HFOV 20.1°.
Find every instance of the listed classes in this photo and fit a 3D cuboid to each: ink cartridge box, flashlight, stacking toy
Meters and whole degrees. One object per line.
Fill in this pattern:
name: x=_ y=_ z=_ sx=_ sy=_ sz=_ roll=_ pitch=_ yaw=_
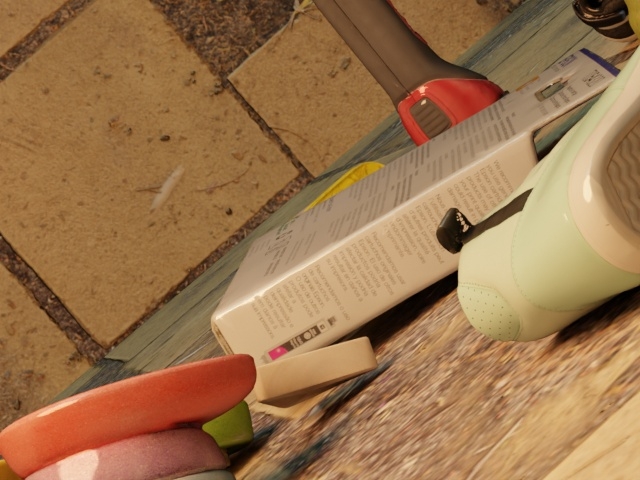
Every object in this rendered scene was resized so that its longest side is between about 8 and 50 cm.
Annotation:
ink cartridge box: x=0.085 y=-0.028 z=1.366 sx=0.330 sy=0.071 sz=0.324 roll=-29 pitch=6 yaw=8
flashlight: x=0.065 y=-0.187 z=1.623 sx=0.103 sy=0.304 sz=0.103 roll=-40 pitch=4 yaw=-15
stacking toy: x=-0.112 y=0.177 z=1.142 sx=0.280 sy=0.130 sz=0.309 roll=-9 pitch=-15 yaw=-42

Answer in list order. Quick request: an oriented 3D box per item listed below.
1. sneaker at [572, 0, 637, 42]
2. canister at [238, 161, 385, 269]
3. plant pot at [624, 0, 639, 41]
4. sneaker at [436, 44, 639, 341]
sneaker: x=0.297 y=-0.289 z=1.631 sx=0.121 sy=0.079 sz=0.216 roll=11 pitch=-79 yaw=-65
canister: x=0.000 y=0.000 z=1.777 sx=0.126 sy=0.073 sz=0.170 roll=-42 pitch=4 yaw=-31
plant pot: x=0.276 y=-0.293 z=1.314 sx=0.276 sy=0.254 sz=0.276 roll=-39 pitch=5 yaw=4
sneaker: x=0.157 y=-0.046 z=0.920 sx=0.256 sy=0.094 sz=0.151 roll=-42 pitch=3 yaw=-41
